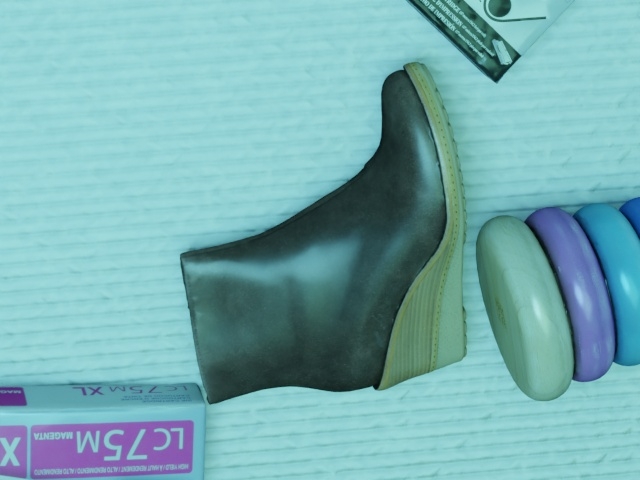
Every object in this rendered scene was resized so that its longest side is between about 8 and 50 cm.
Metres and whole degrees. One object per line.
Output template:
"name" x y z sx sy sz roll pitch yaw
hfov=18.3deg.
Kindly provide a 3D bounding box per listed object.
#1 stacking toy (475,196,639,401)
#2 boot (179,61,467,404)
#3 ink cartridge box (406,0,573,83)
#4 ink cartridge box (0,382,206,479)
"stacking toy" 0.289 0.009 1.477 0.330 0.141 0.141 -16 106 -7
"boot" 0.000 0.000 1.460 0.207 0.090 0.248 -7 109 -6
"ink cartridge box" 0.083 -0.218 1.434 0.207 0.046 0.097 42 96 -14
"ink cartridge box" -0.185 0.263 1.521 0.185 0.065 0.311 0 107 -12
